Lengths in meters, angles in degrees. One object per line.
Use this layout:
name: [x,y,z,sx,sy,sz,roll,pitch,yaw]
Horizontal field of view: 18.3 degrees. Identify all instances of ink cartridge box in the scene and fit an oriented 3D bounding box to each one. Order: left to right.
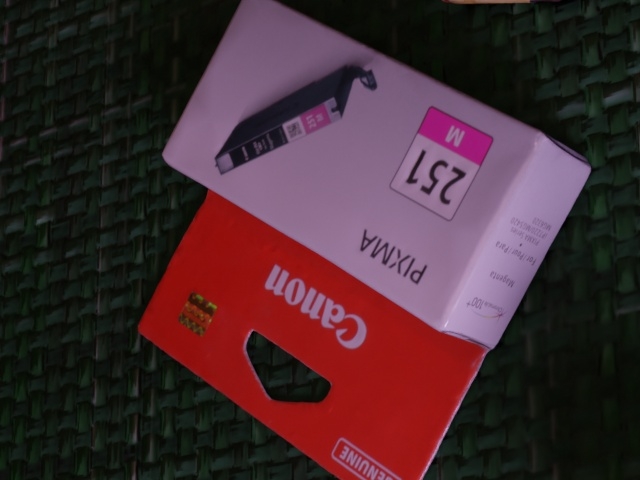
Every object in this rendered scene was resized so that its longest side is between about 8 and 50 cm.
ink cartridge box: [0.000,0.000,1.210,0.275,0.060,0.239,31,95,42]

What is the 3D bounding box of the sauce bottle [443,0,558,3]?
sauce bottle: [0.123,-0.161,1.173,0.128,0.042,0.042,2,77,41]
